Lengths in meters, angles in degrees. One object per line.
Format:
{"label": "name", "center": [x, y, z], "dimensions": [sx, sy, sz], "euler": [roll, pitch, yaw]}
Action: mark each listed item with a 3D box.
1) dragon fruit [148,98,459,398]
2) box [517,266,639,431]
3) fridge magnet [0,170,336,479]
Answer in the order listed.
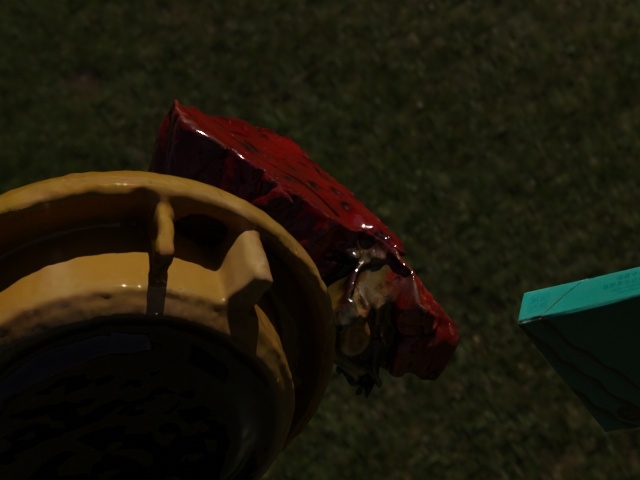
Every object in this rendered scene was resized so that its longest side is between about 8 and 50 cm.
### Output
{"label": "dragon fruit", "center": [-0.011, 0.016, 0.899], "dimensions": [0.192, 0.122, 0.092], "euler": [36, 103, 18]}
{"label": "box", "center": [0.298, 0.081, 1.373], "dimensions": [0.226, 0.161, 0.042], "euler": [-16, 39, 35]}
{"label": "fridge magnet", "center": [-0.064, 0.041, 0.499], "dimensions": [0.143, 0.143, 0.063], "euler": [-29, 41, 8]}
